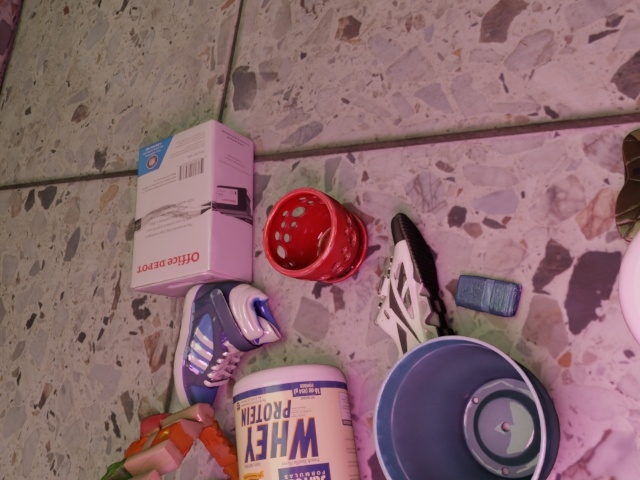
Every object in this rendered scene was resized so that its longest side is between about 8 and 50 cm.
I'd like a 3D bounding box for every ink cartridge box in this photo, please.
[{"bbox_3d":[-0.328,-0.069,1.635,0.285,0.166,0.395,-13,69,33],"label":"ink cartridge box"}]

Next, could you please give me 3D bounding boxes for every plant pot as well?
[{"bbox_3d":[0.265,0.307,1.035,0.271,0.255,0.272,-11,70,33],"label":"plant pot"},{"bbox_3d":[0.000,0.000,1.370,0.191,0.174,0.191,-12,69,34],"label":"plant pot"}]

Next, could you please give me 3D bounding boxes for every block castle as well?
[{"bbox_3d":[-0.304,0.561,1.226,0.212,0.453,0.303,-26,107,20],"label":"block castle"}]

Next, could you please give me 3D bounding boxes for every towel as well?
[{"bbox_3d":[0.316,0.104,1.200,0.119,0.029,0.067,10,83,37],"label":"towel"}]

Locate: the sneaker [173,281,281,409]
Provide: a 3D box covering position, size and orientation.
[{"bbox_3d":[-0.207,0.258,1.477,0.236,0.130,0.323,1,86,27],"label":"sneaker"}]

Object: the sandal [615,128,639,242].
[{"bbox_3d":[0.548,-0.090,1.075,0.089,0.060,0.220,-5,59,29],"label":"sandal"}]

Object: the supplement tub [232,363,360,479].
[{"bbox_3d":[-0.045,0.424,1.239,0.235,0.235,0.325,-21,65,30],"label":"supplement tub"}]

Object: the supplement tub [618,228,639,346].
[{"bbox_3d":[0.551,0.086,0.841,0.240,0.331,0.241,-11,71,33],"label":"supplement tub"}]

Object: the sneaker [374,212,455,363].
[{"bbox_3d":[0.159,0.107,1.255,0.146,0.122,0.331,-22,64,27],"label":"sneaker"}]
